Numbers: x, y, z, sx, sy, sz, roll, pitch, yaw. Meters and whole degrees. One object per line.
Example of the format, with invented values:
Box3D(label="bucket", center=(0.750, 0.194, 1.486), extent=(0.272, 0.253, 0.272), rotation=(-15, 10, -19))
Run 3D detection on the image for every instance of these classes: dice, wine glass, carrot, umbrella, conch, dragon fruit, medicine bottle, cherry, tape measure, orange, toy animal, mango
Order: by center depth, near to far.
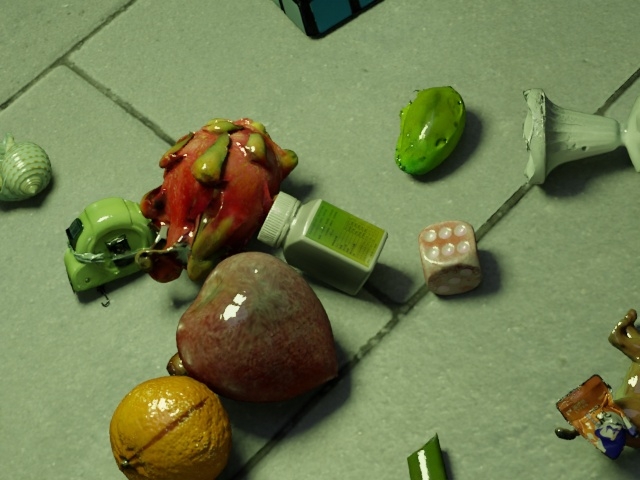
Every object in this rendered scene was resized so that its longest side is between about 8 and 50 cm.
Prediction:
Box3D(label="toy animal", center=(0.477, 0.200, 1.706), extent=(0.157, 0.097, 0.312), rotation=(25, 66, 22))
Box3D(label="orange", center=(-0.227, 0.296, 1.762), extent=(0.193, 0.193, 0.161), rotation=(19, 37, 26))
Box3D(label="cherry", center=(-0.098, 0.148, 1.838), extent=(0.206, 0.239, 0.239), rotation=(-14, 45, 45))
Box3D(label="dice", center=(0.210, 0.028, 1.900), extent=(0.093, 0.091, 0.094), rotation=(-11, 52, 7))
Box3D(label="medicine bottle", center=(0.000, 0.000, 1.912), extent=(0.188, 0.132, 0.088), rotation=(26, 66, -2))
Box3D(label="carrot", center=(-0.180, 0.175, 1.931), extent=(0.161, 0.055, 0.055), rotation=(-37, 54, -21))
Box3D(label="wine glass", center=(0.434, -0.176, 1.949), extent=(0.196, 0.165, 0.165), rotation=(-2, 55, 10))
Box3D(label="dragon fruit", center=(-0.181, -0.064, 2.009), extent=(0.227, 0.243, 0.307), rotation=(31, 99, 6))
Box3D(label="tape measure", center=(-0.360, 0.001, 2.038), extent=(0.177, 0.154, 0.087), rotation=(-20, 42, -17))
Box3D(label="mango", center=(0.192, -0.191, 2.064), extent=(0.119, 0.100, 0.178), rotation=(-8, 53, 57))
Box3D(label="umbrella", center=(-0.398, 0.070, 2.089), extent=(0.022, 0.013, 0.122), rotation=(-42, 53, 11))
Box3D(label="conch", center=(-0.572, -0.127, 2.226), extent=(0.135, 0.102, 0.153), rotation=(-43, 32, 3))

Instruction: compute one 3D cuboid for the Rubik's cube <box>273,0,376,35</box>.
Box3D(label="Rubik's cube", center=(-0.005, -0.624, 2.313), extent=(0.288, 0.283, 0.293), rotation=(-32, 50, -7))

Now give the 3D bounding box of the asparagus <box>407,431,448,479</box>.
Box3D(label="asparagus", center=(0.168, 0.400, 1.664), extent=(0.067, 0.060, 0.278), rotation=(-23, 51, 11))

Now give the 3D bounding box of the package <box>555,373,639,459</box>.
Box3D(label="package", center=(0.389, 0.245, 1.630), extent=(0.077, 0.033, 0.111), rotation=(-46, 64, 9))
